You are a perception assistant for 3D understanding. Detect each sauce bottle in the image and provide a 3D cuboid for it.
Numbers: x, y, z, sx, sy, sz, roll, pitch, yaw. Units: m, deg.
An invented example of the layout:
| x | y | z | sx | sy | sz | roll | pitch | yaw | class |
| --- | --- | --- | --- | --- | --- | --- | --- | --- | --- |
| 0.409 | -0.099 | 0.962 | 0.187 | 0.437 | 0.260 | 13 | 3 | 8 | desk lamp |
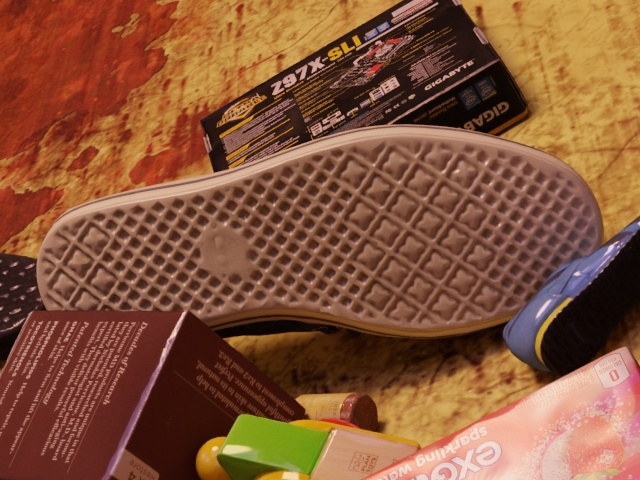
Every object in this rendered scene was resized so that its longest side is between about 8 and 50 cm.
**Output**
| x | y | z | sx | sy | sz | roll | pitch | yaw | class |
| --- | --- | --- | --- | --- | --- | --- | --- | --- | --- |
| -0.011 | 0.151 | 1.513 | 0.128 | 0.042 | 0.042 | -3 | 40 | 40 | sauce bottle |

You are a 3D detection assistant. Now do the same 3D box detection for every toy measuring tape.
| x | y | z | sx | sy | sz | roll | pitch | yaw | class |
| --- | --- | --- | --- | --- | --- | --- | --- | --- | --- |
| 0.058 | 0.207 | 1.334 | 0.330 | 0.121 | 0.121 | 10 | 46 | 21 | toy measuring tape |

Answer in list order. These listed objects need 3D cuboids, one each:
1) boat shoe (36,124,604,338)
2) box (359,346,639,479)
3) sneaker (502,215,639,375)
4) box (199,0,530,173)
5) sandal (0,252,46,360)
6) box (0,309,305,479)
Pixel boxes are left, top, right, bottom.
| x | y | z | sx | sy | sz | roll | pitch | yaw | class |
| --- | --- | --- | --- | --- | --- | --- | --- | --- | --- |
| 0.000 | 0.000 | 1.566 | 0.500 | 0.187 | 0.156 | -8 | 4 | 15 | boat shoe |
| 0.113 | 0.223 | 1.144 | 0.300 | 0.142 | 0.154 | -27 | 44 | 10 | box |
| 0.234 | 0.025 | 1.437 | 0.209 | 0.069 | 0.082 | -39 | 25 | -11 | sneaker |
| 0.037 | -0.130 | 1.867 | 0.322 | 0.079 | 0.257 | -30 | 27 | 5 | box |
| -0.465 | 0.076 | 2.048 | 0.446 | 0.107 | 0.167 | 14 | 51 | 37 | sandal |
| -0.159 | 0.168 | 1.472 | 0.203 | 0.168 | 0.167 | -3 | 54 | 43 | box |
